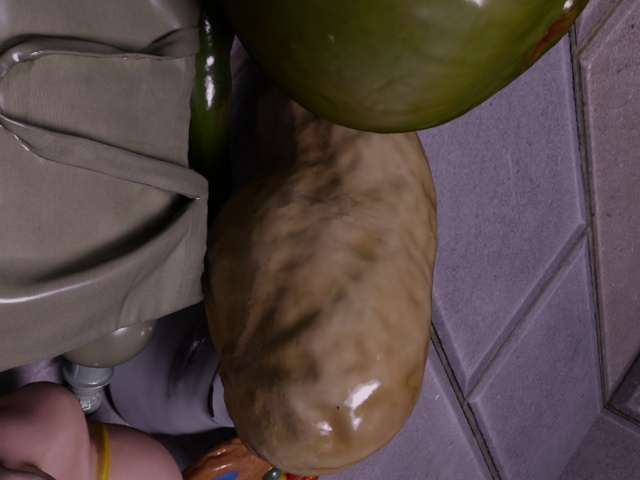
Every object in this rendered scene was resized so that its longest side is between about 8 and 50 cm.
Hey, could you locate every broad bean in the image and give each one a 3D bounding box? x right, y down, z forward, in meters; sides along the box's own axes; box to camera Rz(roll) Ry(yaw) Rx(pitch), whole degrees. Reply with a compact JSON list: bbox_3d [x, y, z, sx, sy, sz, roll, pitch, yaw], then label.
[{"bbox_3d":[-0.094,-0.132,0.620,0.060,0.043,0.297,-48,148,-54],"label":"broad bean"}]

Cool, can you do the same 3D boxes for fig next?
[{"bbox_3d":[0.043,-0.240,0.503,0.316,0.316,0.316,-29,133,-37],"label":"fig"}]

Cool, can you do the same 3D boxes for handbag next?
[{"bbox_3d":[-0.172,-0.075,0.471,0.253,0.109,0.316,-7,100,-52],"label":"handbag"}]

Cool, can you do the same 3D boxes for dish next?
[{"bbox_3d":[-0.074,0.105,0.741,0.260,0.085,0.260,-32,140,-32],"label":"dish"}]

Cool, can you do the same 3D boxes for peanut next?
[{"bbox_3d":[0.000,0.000,0.632,0.169,0.192,0.387,122,-22,-57],"label":"peanut"}]

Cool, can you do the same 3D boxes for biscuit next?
[{"bbox_3d":[-0.051,0.268,0.852,0.205,0.049,0.324,-34,155,-19],"label":"biscuit"}]

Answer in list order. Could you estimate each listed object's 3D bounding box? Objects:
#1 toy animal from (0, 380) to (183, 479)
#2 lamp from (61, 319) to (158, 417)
[{"bbox_3d":[-0.210,0.204,0.600,0.165,0.149,0.248,-47,146,9],"label":"toy animal"},{"bbox_3d":[-0.188,0.090,0.622,0.091,0.091,0.163,-16,138,-45],"label":"lamp"}]
